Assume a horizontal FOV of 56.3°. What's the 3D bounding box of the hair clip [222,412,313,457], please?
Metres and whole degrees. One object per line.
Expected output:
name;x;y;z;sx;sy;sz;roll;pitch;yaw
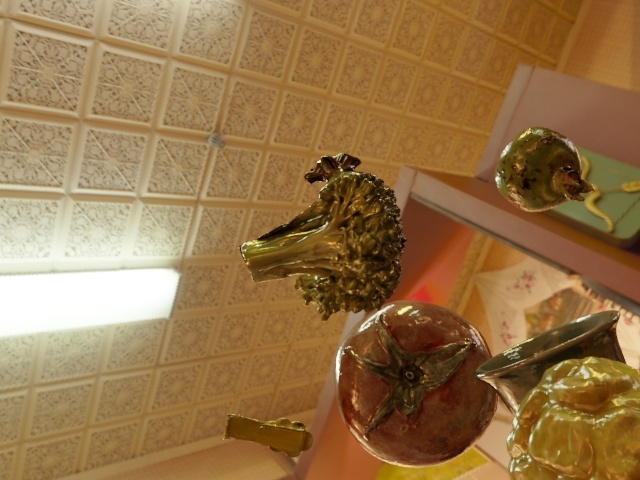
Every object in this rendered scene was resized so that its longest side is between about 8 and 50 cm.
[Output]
hair clip;-0.101;0.378;1.163;0.173;0.046;0.072;10;-87;-7

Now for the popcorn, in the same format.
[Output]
popcorn;0.262;0.222;0.504;0.206;0.237;0.251;-1;-70;-14

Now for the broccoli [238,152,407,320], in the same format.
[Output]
broccoli;0.000;0.000;0.909;0.244;0.263;0.246;-13;-92;-9

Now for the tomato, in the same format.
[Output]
tomato;0.181;0.273;1.155;0.316;0.317;0.282;-53;-20;-4

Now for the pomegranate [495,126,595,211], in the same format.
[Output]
pomegranate;0.546;-0.164;1.450;0.211;0.263;0.210;-8;-69;-22

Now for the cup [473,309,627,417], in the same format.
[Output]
cup;0.320;0.196;0.765;0.199;0.149;0.199;-25;-10;-5
